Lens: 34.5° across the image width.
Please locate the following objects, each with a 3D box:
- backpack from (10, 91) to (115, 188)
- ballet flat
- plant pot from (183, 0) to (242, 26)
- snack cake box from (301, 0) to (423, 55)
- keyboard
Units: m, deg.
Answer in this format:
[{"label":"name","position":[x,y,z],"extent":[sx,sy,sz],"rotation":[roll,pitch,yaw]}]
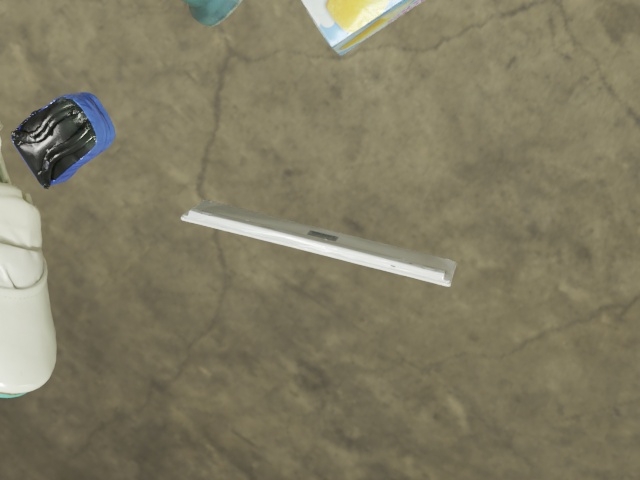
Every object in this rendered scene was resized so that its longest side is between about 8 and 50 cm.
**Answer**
[{"label":"backpack","position":[-0.339,-0.147,1.393],"extent":[0.120,0.101,0.098],"rotation":[-34,95,27]},{"label":"ballet flat","position":[-0.333,-0.031,0.975],"extent":[0.139,0.139,0.400],"rotation":[88,156,-43]},{"label":"plant pot","position":[-0.169,-0.368,0.706],"extent":[0.334,0.341,0.341],"rotation":[18,145,-20]},{"label":"snack cake box","position":[0.105,-0.334,1.233],"extent":[0.264,0.152,0.089],"rotation":[-33,91,8]},{"label":"keyboard","position":[0.000,0.000,0.966],"extent":[0.256,0.072,0.014],"rotation":[14,101,8]}]
